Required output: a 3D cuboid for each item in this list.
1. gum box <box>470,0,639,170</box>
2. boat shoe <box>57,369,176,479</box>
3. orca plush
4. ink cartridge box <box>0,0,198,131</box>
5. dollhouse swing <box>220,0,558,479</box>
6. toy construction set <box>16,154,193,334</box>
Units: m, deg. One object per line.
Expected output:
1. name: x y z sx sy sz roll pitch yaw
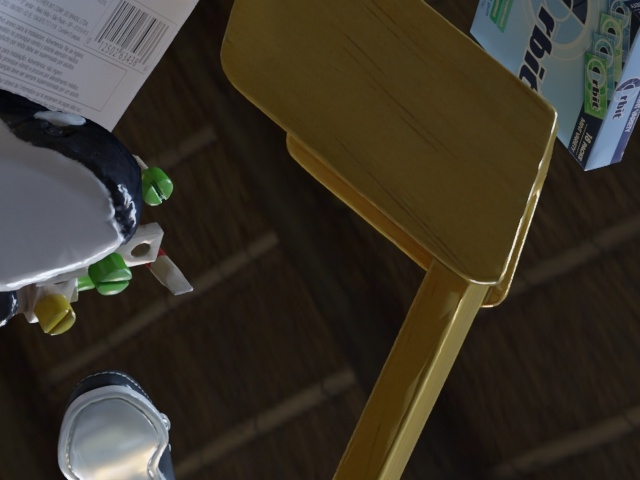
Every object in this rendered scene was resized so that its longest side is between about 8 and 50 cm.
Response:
1. gum box: 0.201 -0.176 1.373 0.041 0.184 0.157 -15 -38 -26
2. boat shoe: -0.207 0.203 1.706 0.114 0.091 0.302 -11 -34 -8
3. orca plush: -0.208 -0.031 0.863 0.287 0.102 0.151 -16 -63 30
4. ink cartridge box: -0.192 -0.179 1.048 0.151 0.270 0.395 37 -84 15
5. dollhouse swing: 0.000 0.000 1.170 0.315 0.347 0.305 40 -89 7
6. toy construction set: -0.231 0.007 1.639 0.309 0.237 0.257 13 -64 -51
